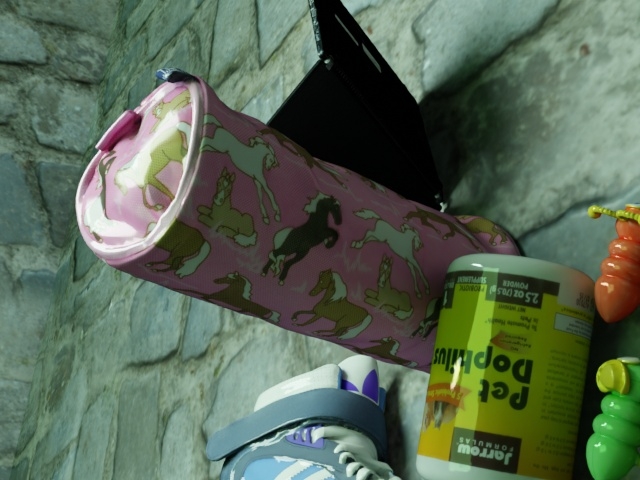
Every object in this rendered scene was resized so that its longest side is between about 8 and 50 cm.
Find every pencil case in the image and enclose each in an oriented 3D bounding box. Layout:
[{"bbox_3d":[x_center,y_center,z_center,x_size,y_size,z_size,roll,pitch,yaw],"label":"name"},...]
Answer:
[{"bbox_3d":[0.000,0.000,0.889,0.160,0.386,0.167,-13,61,49],"label":"pencil case"}]

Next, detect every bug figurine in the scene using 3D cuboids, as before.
[{"bbox_3d":[0.253,0.067,0.690,0.279,0.072,0.216,6,78,64],"label":"bug figurine"}]

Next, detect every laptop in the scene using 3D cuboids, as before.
[{"bbox_3d":[0.009,-0.099,1.067,0.137,0.234,0.264,-28,43,18],"label":"laptop"}]

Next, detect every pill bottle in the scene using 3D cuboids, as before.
[{"bbox_3d":[0.139,0.124,0.819,0.117,0.117,0.214,-8,70,62],"label":"pill bottle"}]

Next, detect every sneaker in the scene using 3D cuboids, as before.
[{"bbox_3d":[0.031,0.201,0.982,0.323,0.130,0.236,-13,49,47],"label":"sneaker"}]
